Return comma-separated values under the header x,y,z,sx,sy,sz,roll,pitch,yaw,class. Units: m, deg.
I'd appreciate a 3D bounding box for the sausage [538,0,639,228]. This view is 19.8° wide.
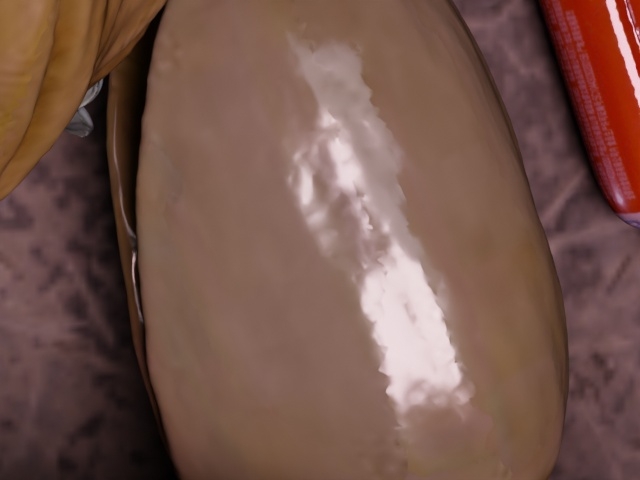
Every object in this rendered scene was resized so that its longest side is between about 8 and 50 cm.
x,y,z,sx,sy,sz,roll,pitch,yaw,class
0.101,-0.062,0.608,0.050,0.048,0.145,-19,101,5,sausage

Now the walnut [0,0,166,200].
x,y,z,sx,sy,sz,roll,pitch,yaw,class
-0.128,-0.099,0.372,0.228,0.228,0.228,-1,94,-20,walnut

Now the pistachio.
x,y,z,sx,sy,sz,roll,pitch,yaw,class
0.000,0.000,0.528,0.131,0.129,0.206,-26,101,-33,pistachio

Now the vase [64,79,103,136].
x,y,z,sx,sy,sz,roll,pitch,yaw,class
-0.139,-0.064,0.504,0.148,0.081,0.081,-5,95,-17,vase
